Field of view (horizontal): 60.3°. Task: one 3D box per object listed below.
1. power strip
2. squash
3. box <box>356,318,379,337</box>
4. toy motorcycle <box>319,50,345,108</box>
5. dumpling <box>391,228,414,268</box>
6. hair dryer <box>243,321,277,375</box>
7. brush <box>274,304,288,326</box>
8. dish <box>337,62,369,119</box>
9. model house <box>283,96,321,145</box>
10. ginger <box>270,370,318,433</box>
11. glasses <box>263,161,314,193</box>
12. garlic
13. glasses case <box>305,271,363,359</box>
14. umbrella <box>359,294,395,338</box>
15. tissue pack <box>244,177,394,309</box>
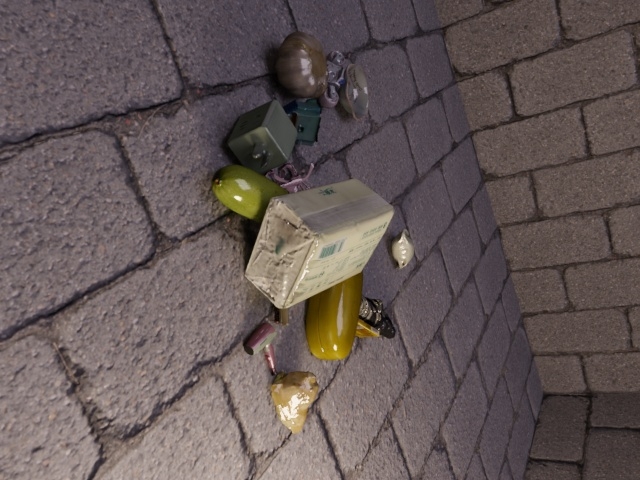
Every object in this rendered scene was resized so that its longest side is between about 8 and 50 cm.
[{"bbox_3d":[-0.170,-0.281,1.598,0.139,0.140,0.224,56,30,-32],"label":"power strip"},{"bbox_3d":[-0.205,-0.136,1.543,0.247,0.132,0.133,30,57,-49],"label":"squash"},{"bbox_3d":[0.137,0.313,1.967,0.156,0.089,0.022,35,52,-45],"label":"box"},{"bbox_3d":[0.032,-0.615,2.077,0.112,0.112,0.255,36,54,-46],"label":"toy motorcycle"},{"bbox_3d":[0.356,0.025,2.366,0.134,0.099,0.169,-56,129,-62],"label":"dumpling"},{"bbox_3d":[-0.153,0.323,1.573,0.106,0.054,0.154,-48,125,-45],"label":"hair dryer"},{"bbox_3d":[-0.119,0.142,1.686,0.043,0.036,0.248,36,46,-51],"label":"brush"},{"bbox_3d":[0.118,-0.590,2.194,0.229,0.081,0.230,6,84,-63],"label":"dish"},{"bbox_3d":[-0.083,-0.397,1.823,0.148,0.148,0.119,3,35,-20],"label":"model house"},{"bbox_3d":[-0.056,0.472,1.620,0.115,0.122,0.193,-70,146,-67],"label":"ginger"},{"bbox_3d":[-0.087,-0.160,1.765,0.255,0.095,0.162,-31,115,-52],"label":"glasses"},{"bbox_3d":[-0.065,-0.587,1.860,0.227,0.152,0.228,13,75,-61],"label":"garlic"},{"bbox_3d":[0.057,0.204,1.830,0.173,0.141,0.372,41,49,-42],"label":"glasses case"},{"bbox_3d":[0.198,0.279,2.054,0.106,0.113,0.357,-60,140,-9],"label":"umbrella"},{"bbox_3d":[0.000,0.000,1.605,0.207,0.297,0.380,41,34,23],"label":"tissue pack"}]
